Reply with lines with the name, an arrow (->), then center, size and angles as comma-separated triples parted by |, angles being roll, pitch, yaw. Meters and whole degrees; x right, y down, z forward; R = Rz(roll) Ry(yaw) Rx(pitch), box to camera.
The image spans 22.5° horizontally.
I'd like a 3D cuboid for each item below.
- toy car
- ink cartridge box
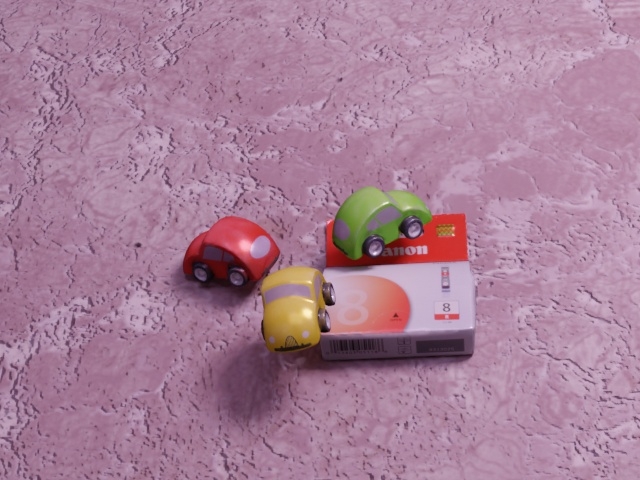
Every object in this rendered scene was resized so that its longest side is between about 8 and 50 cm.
toy car -> 0.000, 0.000, 1.525 | 0.225, 0.053, 0.239 | -27, 32, -17
ink cartridge box -> 0.073, 0.031, 1.536 | 0.145, 0.045, 0.179 | -3, 50, 5
